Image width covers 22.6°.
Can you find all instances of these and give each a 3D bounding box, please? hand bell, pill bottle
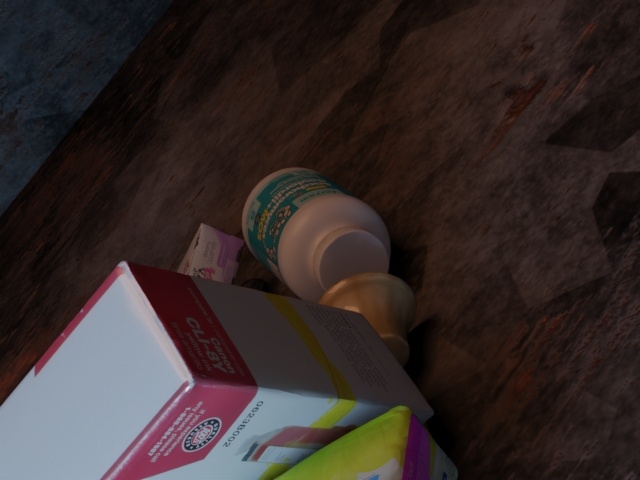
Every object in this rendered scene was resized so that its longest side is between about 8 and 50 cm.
[{"bbox_3d":[0.077,0.157,1.762,0.126,0.126,0.242,-42,36,17],"label":"hand bell"},{"bbox_3d":[0.000,0.000,2.047,0.146,0.146,0.264,-50,24,-2],"label":"pill bottle"}]

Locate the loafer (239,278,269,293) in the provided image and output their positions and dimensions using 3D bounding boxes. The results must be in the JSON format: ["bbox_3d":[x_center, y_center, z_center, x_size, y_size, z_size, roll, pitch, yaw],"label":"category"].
[{"bbox_3d":[-0.081,0.119,2.121,0.078,0.076,0.223,-5,27,6],"label":"loafer"}]

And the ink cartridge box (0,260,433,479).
[{"bbox_3d":[-0.111,0.194,1.599,0.279,0.385,0.160,-50,56,20],"label":"ink cartridge box"}]

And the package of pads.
[{"bbox_3d":[-0.019,0.290,1.423,0.296,0.101,0.229,-33,14,17],"label":"package of pads"}]

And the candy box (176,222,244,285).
[{"bbox_3d":[-0.183,0.102,2.231,0.165,0.070,0.196,-79,15,-49],"label":"candy box"}]
